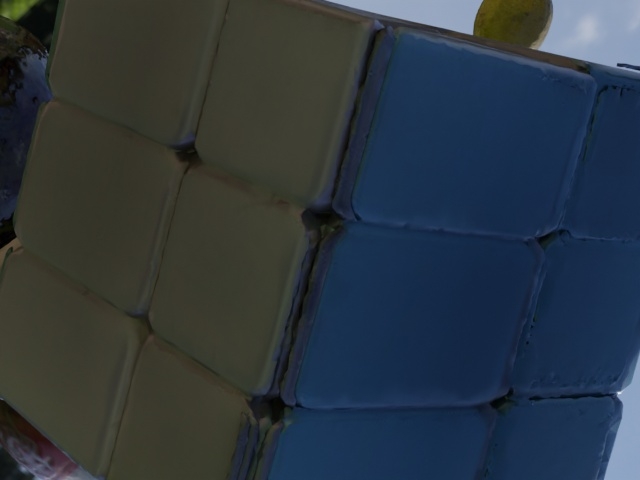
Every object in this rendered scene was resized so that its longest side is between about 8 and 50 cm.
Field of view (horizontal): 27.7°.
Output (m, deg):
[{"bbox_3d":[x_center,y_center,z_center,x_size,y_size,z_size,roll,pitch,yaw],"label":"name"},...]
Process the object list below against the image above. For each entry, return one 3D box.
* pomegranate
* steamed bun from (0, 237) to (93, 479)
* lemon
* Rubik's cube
[{"bbox_3d":[-0.401,-0.123,1.445,0.285,0.285,0.340,-42,-170,4],"label":"pomegranate"},{"bbox_3d":[-0.286,0.145,1.557,0.241,0.374,0.374,-24,-179,-42],"label":"steamed bun"},{"bbox_3d":[0.214,-0.245,1.430,0.110,0.082,0.082,-64,-165,8],"label":"lemon"},{"bbox_3d":[0.005,0.001,0.603,0.221,0.231,0.224,25,-74,47],"label":"Rubik's cube"}]
